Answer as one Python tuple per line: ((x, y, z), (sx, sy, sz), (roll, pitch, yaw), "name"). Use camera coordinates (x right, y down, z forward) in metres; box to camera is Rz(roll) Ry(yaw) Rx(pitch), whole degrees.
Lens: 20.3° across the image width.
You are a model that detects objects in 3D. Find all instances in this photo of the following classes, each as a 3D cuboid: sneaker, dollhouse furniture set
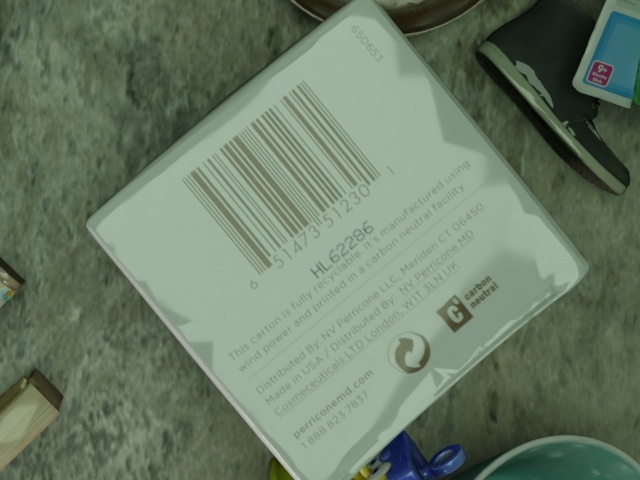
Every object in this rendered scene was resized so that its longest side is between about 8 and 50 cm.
((0.280, -0.159, 1.907), (0.118, 0.083, 0.222), (-42, 95, -3), "sneaker")
((-0.383, 0.116, 1.810), (0.212, 0.161, 0.242), (-44, 96, -2), "dollhouse furniture set")

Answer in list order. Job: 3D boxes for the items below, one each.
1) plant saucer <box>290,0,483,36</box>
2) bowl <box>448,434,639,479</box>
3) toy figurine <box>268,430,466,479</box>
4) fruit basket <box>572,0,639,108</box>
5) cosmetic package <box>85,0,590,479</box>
((0.068, -0.369, 1.893), (0.311, 0.050, 0.310), (0, 93, -5), "plant saucer")
((0.205, 0.350, 1.855), (0.312, 0.163, 0.311), (0, 89, -29), "bowl")
((0.068, 0.275, 1.749), (0.217, 0.362, 0.191), (-41, 100, 10), "toy figurine")
((0.464, -0.271, 1.831), (0.327, 0.165, 0.353), (14, 113, -24), "fruit basket")
((0.000, 0.000, 1.728), (0.329, 0.394, 0.327), (-40, 95, -3), "cosmetic package")
